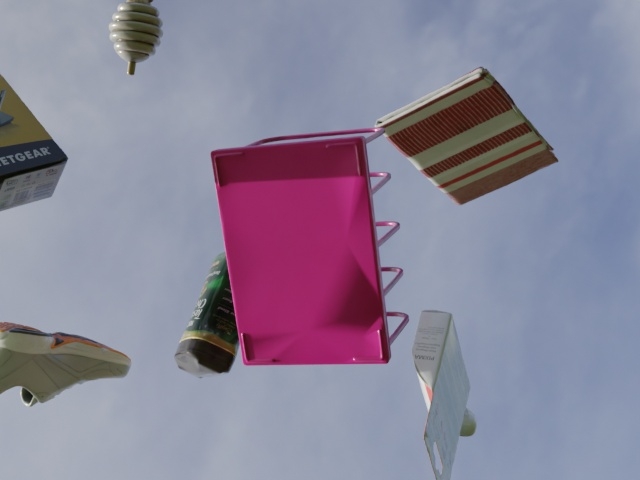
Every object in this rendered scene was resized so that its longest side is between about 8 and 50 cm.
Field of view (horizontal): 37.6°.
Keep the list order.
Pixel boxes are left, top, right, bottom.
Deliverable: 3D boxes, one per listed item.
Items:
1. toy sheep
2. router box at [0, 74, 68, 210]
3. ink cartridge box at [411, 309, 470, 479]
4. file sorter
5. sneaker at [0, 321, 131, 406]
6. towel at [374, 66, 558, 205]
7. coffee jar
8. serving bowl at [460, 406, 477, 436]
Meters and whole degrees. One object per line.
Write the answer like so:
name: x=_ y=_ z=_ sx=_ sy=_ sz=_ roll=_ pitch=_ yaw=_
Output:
toy sheep: x=-0.284 y=-0.319 z=1.445 sx=0.091 sy=0.091 sz=0.132 roll=1 pitch=-88 yaw=-33
router box: x=-0.505 y=-0.127 z=1.135 sx=0.308 sy=0.243 sz=0.081 roll=-24 pitch=-23 yaw=-48
ink cartridge box: x=0.172 y=0.252 z=1.429 sx=0.232 sy=0.066 sz=0.189 roll=-64 pitch=-33 yaw=-40
file sorter: x=0.000 y=0.000 z=1.272 sx=0.182 sy=0.202 sz=0.291 roll=-39 pitch=-57 yaw=-67
sneaker: x=-0.427 y=0.210 z=1.514 sx=0.262 sy=0.099 sz=0.121 roll=20 pitch=-96 yaw=-46
towel: x=0.286 y=-0.193 z=1.814 sx=0.237 sy=0.037 sz=0.329 roll=-25 pitch=-39 yaw=26
coffee jar: x=-0.147 y=0.112 z=1.384 sx=0.079 sy=0.096 sz=0.184 roll=29 pitch=-116 yaw=-21
serving bowl: x=0.231 y=0.298 z=1.603 sx=0.083 sy=0.083 sz=0.027 roll=5 pitch=-64 yaw=-35
